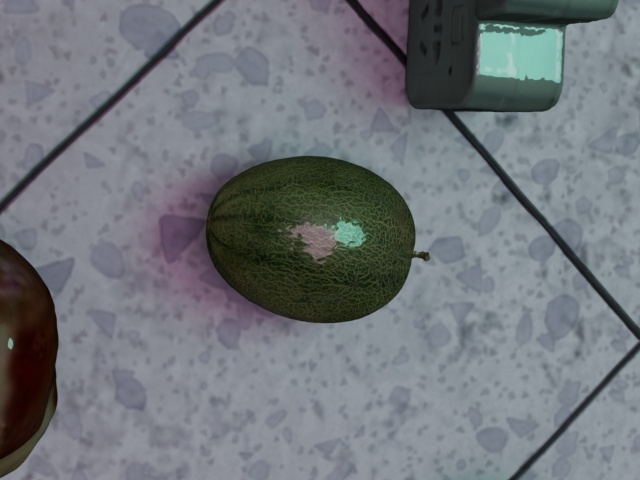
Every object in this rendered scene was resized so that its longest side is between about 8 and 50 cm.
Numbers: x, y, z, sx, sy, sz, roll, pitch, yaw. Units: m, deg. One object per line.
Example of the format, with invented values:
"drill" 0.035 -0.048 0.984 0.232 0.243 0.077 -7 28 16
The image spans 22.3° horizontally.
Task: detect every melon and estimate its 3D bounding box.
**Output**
"melon" 0.000 0.000 1.336 0.192 0.139 0.139 8 91 -17

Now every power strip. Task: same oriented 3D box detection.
"power strip" 0.169 -0.218 1.308 0.141 0.261 0.229 1 93 -16

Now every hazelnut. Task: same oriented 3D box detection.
"hazelnut" -0.318 0.078 1.219 0.261 0.261 0.241 -3 63 -17
